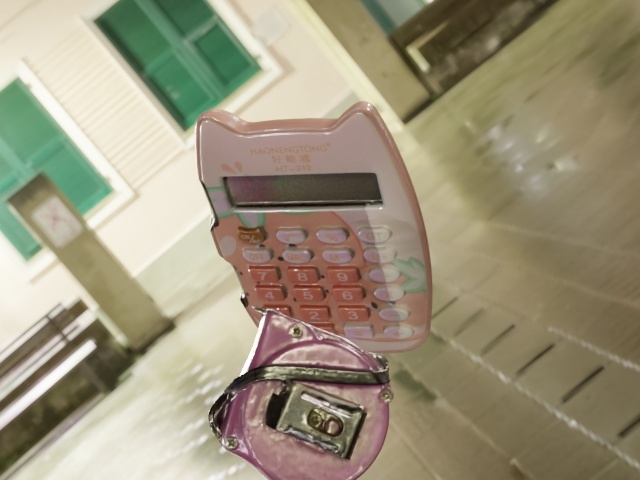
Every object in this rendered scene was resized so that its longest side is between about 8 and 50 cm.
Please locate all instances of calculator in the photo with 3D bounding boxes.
[{"bbox_3d":[0.000,0.000,1.123,0.220,0.330,0.048,-1,39,16],"label":"calculator"}]

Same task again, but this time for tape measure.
[{"bbox_3d":[-0.013,0.119,0.814,0.074,0.125,0.118,130,159,-83],"label":"tape measure"}]
